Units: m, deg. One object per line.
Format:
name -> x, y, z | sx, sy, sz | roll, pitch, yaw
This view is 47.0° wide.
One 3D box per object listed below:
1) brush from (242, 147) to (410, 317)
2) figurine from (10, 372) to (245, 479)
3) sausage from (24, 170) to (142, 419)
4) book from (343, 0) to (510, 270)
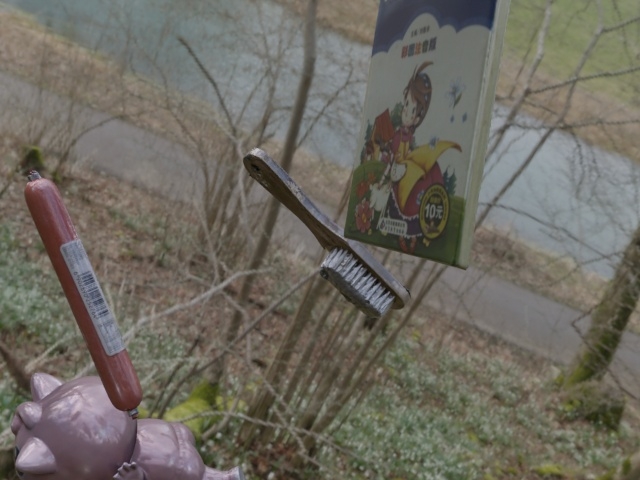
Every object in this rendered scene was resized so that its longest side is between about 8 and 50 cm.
brush -> 0.000, 0.000, 1.073 | 0.327, 0.070, 0.065 | 46, 64, -12
figurine -> -0.245, 0.276, 0.905 | 0.287, 0.186, 0.176 | 24, 23, -37
sausage -> -0.196, 0.046, 0.613 | 0.029, 0.029, 0.223 | -27, 96, -57
book -> 0.092, -0.147, 0.673 | 0.018, 0.323, 0.228 | 6, 4, -23
